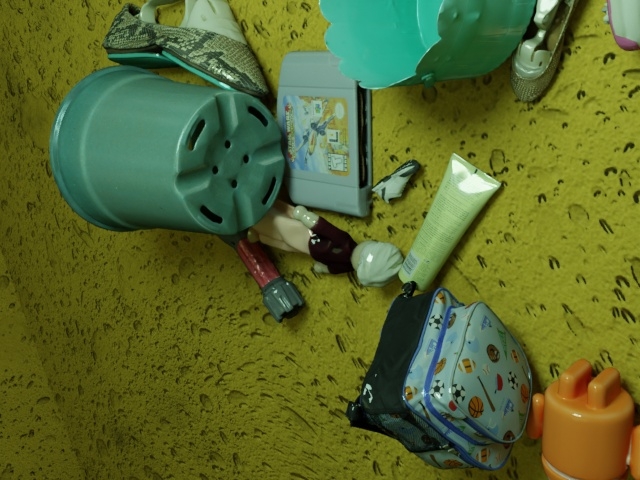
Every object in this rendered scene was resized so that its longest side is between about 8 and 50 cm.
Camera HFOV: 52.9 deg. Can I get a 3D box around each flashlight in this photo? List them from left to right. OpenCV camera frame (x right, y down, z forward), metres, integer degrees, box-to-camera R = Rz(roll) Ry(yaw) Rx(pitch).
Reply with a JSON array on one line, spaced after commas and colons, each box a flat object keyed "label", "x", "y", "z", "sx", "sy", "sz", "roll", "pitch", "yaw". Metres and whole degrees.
[{"label": "flashlight", "x": -0.145, "y": 0.032, "z": 1.389, "sx": 0.304, "sy": 0.103, "sz": 0.103, "roll": 55, "pitch": 131, "yaw": 14}]

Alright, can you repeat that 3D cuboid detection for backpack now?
[{"label": "backpack", "x": 0.214, "y": 0.232, "z": 1.030, "sx": 0.213, "sy": 0.276, "sz": 0.263, "roll": -9, "pitch": 132, "yaw": 45}]

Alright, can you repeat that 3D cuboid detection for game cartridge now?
[{"label": "game cartridge", "x": 0.005, "y": -0.199, "z": 1.199, "sx": 0.198, "sy": 0.062, "sz": 0.297, "roll": 11, "pitch": 113, "yaw": 35}]

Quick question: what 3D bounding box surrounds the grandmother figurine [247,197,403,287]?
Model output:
[{"label": "grandmother figurine", "x": 0.000, "y": 0.000, "z": 1.233, "sx": 0.343, "sy": 0.208, "sz": 0.104, "roll": 20, "pitch": 75, "yaw": 28}]

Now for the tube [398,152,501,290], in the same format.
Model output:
[{"label": "tube", "x": 0.208, "y": -0.021, "z": 1.080, "sx": 0.062, "sy": 0.070, "sz": 0.240, "roll": -95, "pitch": 24, "yaw": -55}]

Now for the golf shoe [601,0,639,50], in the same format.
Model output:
[{"label": "golf shoe", "x": 0.401, "y": -0.373, "z": 0.730, "sx": 0.140, "sy": 0.115, "sz": 0.306, "roll": 12, "pitch": 115, "yaw": 36}]

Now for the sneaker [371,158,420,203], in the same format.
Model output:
[{"label": "sneaker", "x": 0.139, "y": -0.103, "z": 1.126, "sx": 0.043, "sy": 0.040, "sz": 0.109, "roll": 50, "pitch": 138, "yaw": -5}]

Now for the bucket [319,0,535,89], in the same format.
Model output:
[{"label": "bucket", "x": 0.143, "y": -0.344, "z": 0.885, "sx": 0.281, "sy": 0.183, "sz": 0.281, "roll": 17, "pitch": 110, "yaw": 55}]

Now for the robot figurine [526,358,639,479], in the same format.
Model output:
[{"label": "robot figurine", "x": 0.400, "y": 0.293, "z": 0.966, "sx": 0.158, "sy": 0.128, "sz": 0.219, "roll": -1, "pitch": 108, "yaw": 7}]

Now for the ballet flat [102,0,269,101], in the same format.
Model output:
[{"label": "ballet flat", "x": -0.278, "y": -0.420, "z": 1.320, "sx": 0.483, "sy": 0.164, "sz": 0.181, "roll": 24, "pitch": 100, "yaw": 36}]

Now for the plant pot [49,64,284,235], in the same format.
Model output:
[{"label": "plant pot", "x": -0.271, "y": -0.158, "z": 1.219, "sx": 0.334, "sy": 0.341, "sz": 0.340, "roll": 13, "pitch": 114, "yaw": 40}]

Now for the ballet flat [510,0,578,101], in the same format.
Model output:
[{"label": "ballet flat", "x": 0.300, "y": -0.288, "z": 0.881, "sx": 0.073, "sy": 0.067, "sz": 0.206, "roll": 30, "pitch": 124, "yaw": 29}]
